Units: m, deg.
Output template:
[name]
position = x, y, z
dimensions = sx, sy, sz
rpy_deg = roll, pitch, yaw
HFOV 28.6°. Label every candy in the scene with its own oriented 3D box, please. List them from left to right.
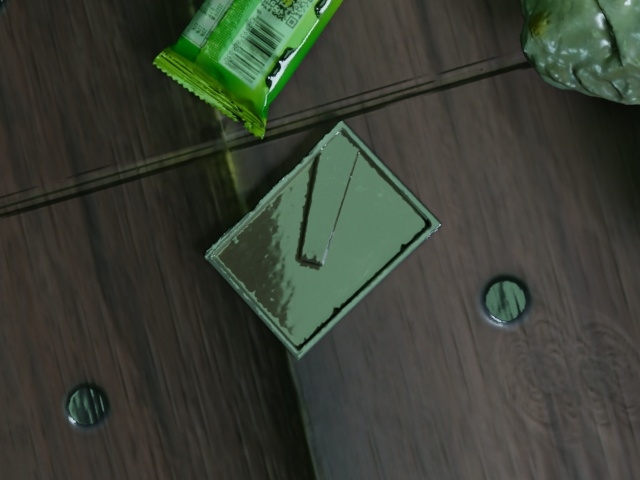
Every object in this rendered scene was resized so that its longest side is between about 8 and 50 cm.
[candy]
position = -0.037, -0.176, 0.928
dimensions = 0.102, 0.032, 0.178
rpy_deg = 37, 98, 13

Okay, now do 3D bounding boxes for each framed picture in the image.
[framed picture]
position = 0.000, 0.000, 0.930
dimensions = 0.149, 0.011, 0.109
rpy_deg = -44, 82, 8

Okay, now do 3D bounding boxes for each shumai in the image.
[shumai]
position = 0.208, -0.188, 0.801
dimensions = 0.184, 0.142, 0.184
rpy_deg = -18, 51, 23
